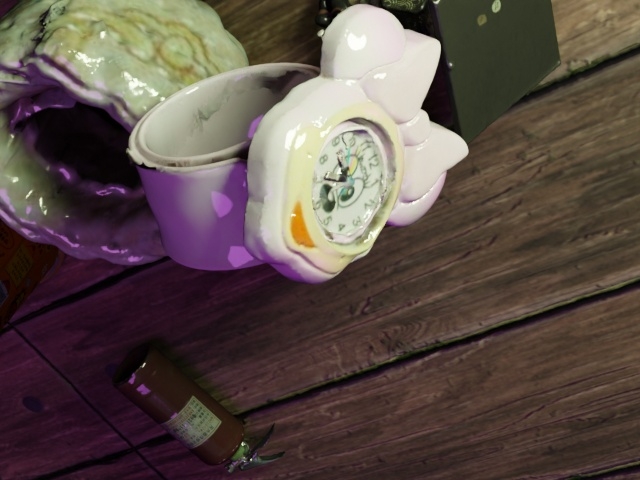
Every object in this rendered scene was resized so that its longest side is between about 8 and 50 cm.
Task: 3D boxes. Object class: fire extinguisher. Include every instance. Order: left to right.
[{"bbox_3d":[-0.146,0.217,1.811,0.231,0.071,0.099,42,104,-18],"label":"fire extinguisher"}]

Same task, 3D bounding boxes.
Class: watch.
[{"bbox_3d":[-0.037,-0.087,1.238,0.218,0.248,0.210,15,134,40],"label":"watch"}]

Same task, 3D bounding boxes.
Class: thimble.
[{"bbox_3d":[-0.213,-0.130,1.431,0.292,0.195,0.291,10,132,11],"label":"thimble"}]

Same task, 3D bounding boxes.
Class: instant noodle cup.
[{"bbox_3d":[-0.426,0.028,1.671,0.216,0.172,0.215,11,134,11],"label":"instant noodle cup"}]

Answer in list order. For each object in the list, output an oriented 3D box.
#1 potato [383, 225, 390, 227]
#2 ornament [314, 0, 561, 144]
[{"bbox_3d":[0.023,-0.071,1.426,0.157,0.157,0.194,36,135,-12],"label":"potato"},{"bbox_3d":[0.089,-0.213,1.327,0.196,0.153,0.166,20,139,38],"label":"ornament"}]
